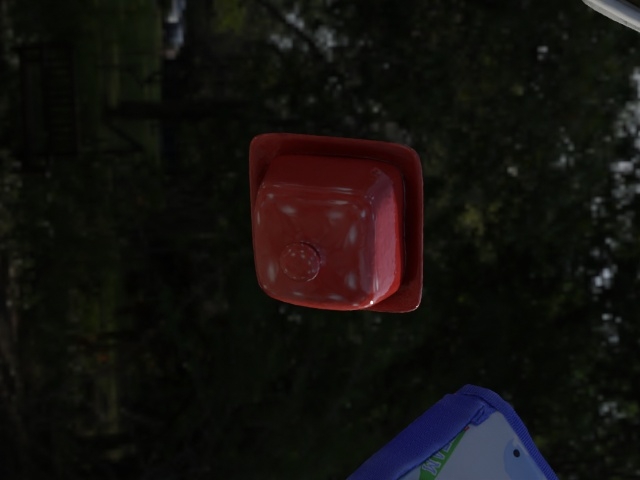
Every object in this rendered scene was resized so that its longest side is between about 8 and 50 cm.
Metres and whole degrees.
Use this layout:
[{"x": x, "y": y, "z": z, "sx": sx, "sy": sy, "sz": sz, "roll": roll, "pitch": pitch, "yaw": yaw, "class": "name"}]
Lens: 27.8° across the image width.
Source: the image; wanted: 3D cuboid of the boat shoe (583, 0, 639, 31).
[{"x": 0.289, "y": -0.110, "z": 0.682, "sx": 0.156, "sy": 0.367, "sz": 0.136, "roll": -69, "pitch": -175, "yaw": -51, "class": "boat shoe"}]

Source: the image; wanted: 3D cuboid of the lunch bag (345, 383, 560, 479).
[{"x": 0.078, "y": 0.355, "z": 1.083, "sx": 0.239, "sy": 0.328, "sz": 0.386, "roll": 5, "pitch": -62, "yaw": 42, "class": "lunch bag"}]

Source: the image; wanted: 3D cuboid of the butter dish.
[{"x": 0.000, "y": 0.000, "z": 1.101, "sx": 0.118, "sy": 0.159, "sz": 0.160, "roll": -49, "pitch": 141, "yaw": -61, "class": "butter dish"}]
